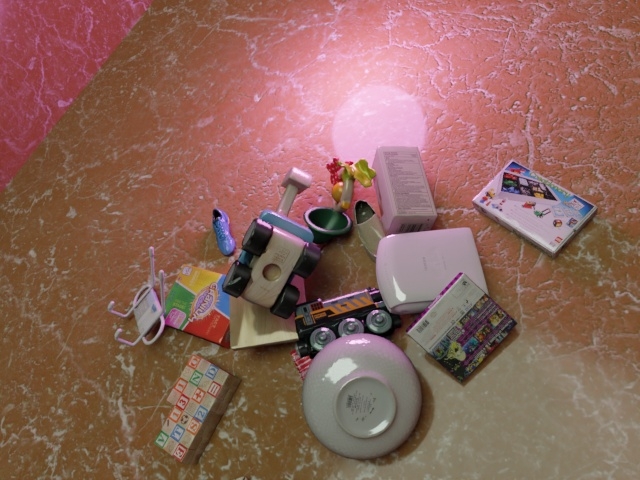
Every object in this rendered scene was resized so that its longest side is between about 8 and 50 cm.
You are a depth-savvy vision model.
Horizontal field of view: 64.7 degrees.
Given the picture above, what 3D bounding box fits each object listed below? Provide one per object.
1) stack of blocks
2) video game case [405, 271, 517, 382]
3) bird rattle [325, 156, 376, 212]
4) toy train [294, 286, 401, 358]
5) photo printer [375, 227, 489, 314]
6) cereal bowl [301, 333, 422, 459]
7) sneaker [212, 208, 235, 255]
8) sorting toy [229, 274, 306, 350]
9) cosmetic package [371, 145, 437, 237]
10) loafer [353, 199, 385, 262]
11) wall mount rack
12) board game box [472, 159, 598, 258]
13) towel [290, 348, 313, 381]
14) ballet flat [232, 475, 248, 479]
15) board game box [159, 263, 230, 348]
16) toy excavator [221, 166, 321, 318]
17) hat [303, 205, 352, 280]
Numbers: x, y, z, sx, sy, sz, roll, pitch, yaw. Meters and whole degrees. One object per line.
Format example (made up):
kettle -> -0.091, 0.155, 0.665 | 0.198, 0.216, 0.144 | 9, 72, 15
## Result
stack of blocks -> -0.413, 0.548, 1.657 | 0.171, 0.087, 0.297 | 18, 71, 31
video game case -> 0.391, 0.241, 1.409 | 0.210, 0.042, 0.232 | 42, 93, -2
bird rattle -> 0.074, -0.202, 1.799 | 0.253, 0.143, 0.207 | -174, 94, -67
toy train -> 0.073, 0.249, 1.542 | 0.334, 0.142, 0.190 | -16, 53, -8
photo printer -> 0.323, 0.092, 1.523 | 0.308, 0.107, 0.256 | -5, 59, 1
cereal bowl -> 0.115, 0.429, 1.360 | 0.339, 0.141, 0.339 | 0, 89, -1
sneaker -> -0.389, -0.035, 1.977 | 0.069, 0.082, 0.209 | -24, 57, 8
sorting toy -> -0.169, 0.236, 1.697 | 0.255, 0.089, 0.257 | -10, 59, 4
cosmetic package -> 0.273, -0.165, 1.695 | 0.153, 0.129, 0.296 | 0, 58, -9
loafer -> 0.171, -0.033, 1.717 | 0.102, 0.092, 0.268 | -31, 55, 6
wall mount rack -> -0.649, 0.209, 1.865 | 0.304, 0.130, 0.350 | -51, 37, 2
board game box -> 0.655, -0.104, 1.564 | 0.193, 0.053, 0.305 | -45, 55, -4
towel -> 0.035, 0.408, 1.571 | 0.199, 0.031, 0.275 | -34, 54, 3
ballet flat -> -0.213, 0.743, 1.476 | 0.247, 0.083, 0.087 | 5, 41, 26
board game box -> -0.421, 0.234, 1.850 | 0.316, 0.064, 0.242 | 11, 68, 29
toy excavator -> -0.144, -0.022, 1.663 | 0.433, 0.222, 0.445 | -62, 16, 8
hat -> 0.000, 0.000, 1.818 | 0.208, 0.183, 0.173 | -14, 42, -35
